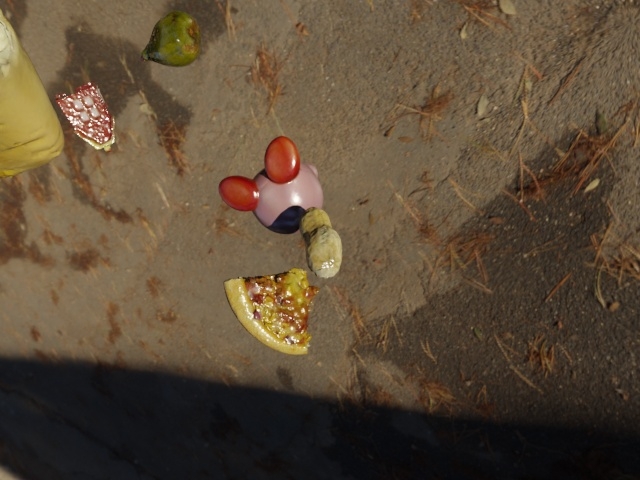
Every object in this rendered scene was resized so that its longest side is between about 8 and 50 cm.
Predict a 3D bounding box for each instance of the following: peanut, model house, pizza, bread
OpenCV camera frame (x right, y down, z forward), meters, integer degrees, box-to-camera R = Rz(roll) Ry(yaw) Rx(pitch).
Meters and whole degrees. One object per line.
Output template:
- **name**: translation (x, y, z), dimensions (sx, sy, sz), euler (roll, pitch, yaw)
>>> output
- **peanut**: translation (0.000, 0.000, 1.108), dimensions (0.214, 0.100, 0.099), euler (-109, 33, -45)
- **model house**: translation (-0.878, -0.461, 1.720), dimensions (0.196, 0.160, 0.253), euler (31, 144, 63)
- **pizza**: translation (-0.097, 0.155, 1.137), dimensions (0.289, 0.228, 0.081), euler (47, 147, -13)
- **bread**: translation (-0.619, -0.272, 0.722), dimensions (0.361, 0.250, 0.394), euler (56, 156, 7)

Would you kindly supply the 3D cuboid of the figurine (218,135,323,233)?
- **figurine**: translation (-0.109, -0.124, 1.309), dimensions (0.270, 0.261, 0.211), euler (-33, 69, 18)

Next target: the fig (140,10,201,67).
- **fig**: translation (-0.398, -0.528, 1.203), dimensions (0.185, 0.127, 0.132), euler (-1, 107, 50)
